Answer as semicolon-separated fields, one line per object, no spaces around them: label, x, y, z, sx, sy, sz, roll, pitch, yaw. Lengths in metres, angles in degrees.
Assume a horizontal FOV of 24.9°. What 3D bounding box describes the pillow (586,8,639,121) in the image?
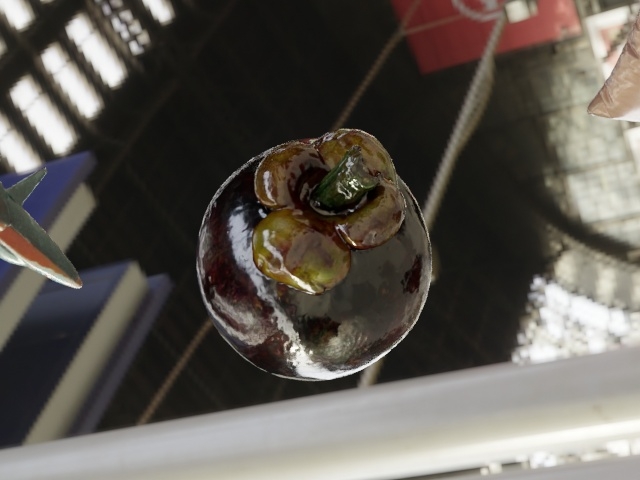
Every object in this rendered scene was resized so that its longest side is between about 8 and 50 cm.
pillow;0.397;-0.189;1.430;0.236;0.223;0.084;101;168;-55

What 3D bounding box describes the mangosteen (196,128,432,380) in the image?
mangosteen;0.000;0.000;0.725;0.140;0.140;0.140;35;-132;-53

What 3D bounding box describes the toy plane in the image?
toy plane;-0.334;-0.073;1.332;0.326;0.223;0.104;37;-98;-20
